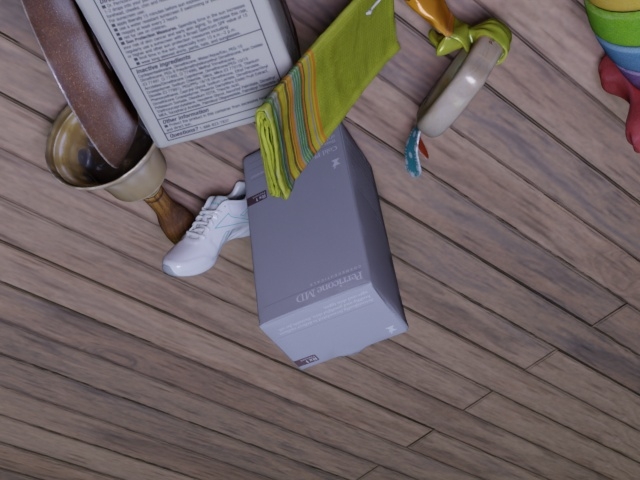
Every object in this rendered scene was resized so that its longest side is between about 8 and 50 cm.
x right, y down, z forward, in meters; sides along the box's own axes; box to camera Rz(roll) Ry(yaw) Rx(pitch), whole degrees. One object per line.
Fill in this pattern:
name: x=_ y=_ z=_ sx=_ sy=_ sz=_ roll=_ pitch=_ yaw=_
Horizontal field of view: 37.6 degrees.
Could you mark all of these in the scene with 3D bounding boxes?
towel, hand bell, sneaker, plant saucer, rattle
towel: x=0.014 y=-0.148 z=0.853 sx=0.021 sy=0.237 sz=0.102 roll=20 pitch=143 yaw=22
hand bell: x=-0.178 y=-0.048 z=1.016 sx=0.126 sy=0.126 sz=0.242 roll=-18 pitch=147 yaw=9
sneaker: x=-0.122 y=-0.015 z=1.037 sx=0.053 sy=0.152 sz=0.061 roll=20 pitch=134 yaw=30
plant saucer: x=-0.203 y=-0.160 z=0.812 sx=0.036 sy=0.199 sz=0.199 roll=-24 pitch=136 yaw=-1
rattle: x=0.091 y=-0.163 z=0.952 sx=0.142 sy=0.130 sz=0.199 roll=19 pitch=157 yaw=-13

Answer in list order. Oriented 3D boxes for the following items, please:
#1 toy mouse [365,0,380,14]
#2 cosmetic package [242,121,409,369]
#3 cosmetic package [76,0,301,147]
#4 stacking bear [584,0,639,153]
toy mouse: x=0.111 y=-0.273 z=0.809 sx=0.161 sy=0.031 sz=0.143 roll=-29 pitch=163 yaw=-41
cosmetic package: x=0.000 y=0.000 z=0.979 sx=0.127 sy=0.238 sz=0.107 roll=-24 pitch=135 yaw=14
cosmetic package: x=-0.125 y=-0.239 z=0.788 sx=0.153 sy=0.129 sz=0.296 roll=-14 pitch=137 yaw=7
stacking bear: x=0.296 y=-0.250 z=0.839 sx=0.164 sy=0.175 sz=0.289 roll=-24 pitch=127 yaw=18
